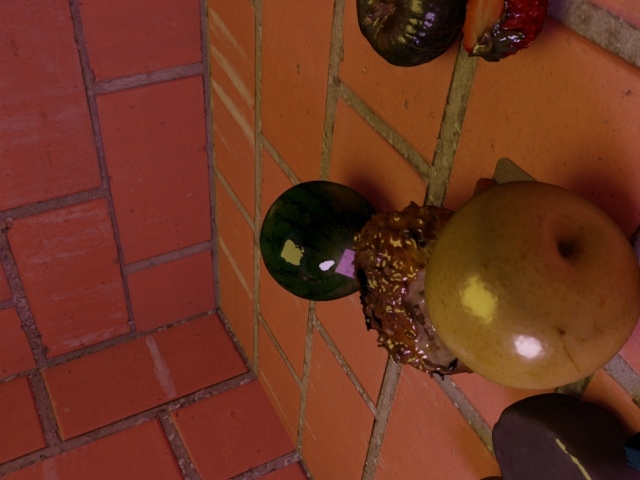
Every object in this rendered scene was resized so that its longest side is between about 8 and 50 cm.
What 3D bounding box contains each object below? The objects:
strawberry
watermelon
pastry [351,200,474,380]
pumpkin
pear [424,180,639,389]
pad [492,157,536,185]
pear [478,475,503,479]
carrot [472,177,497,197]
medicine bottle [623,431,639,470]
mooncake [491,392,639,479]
[{"bbox_3d":[0.321,-0.415,1.121,0.190,0.111,0.236,153,123,-78],"label":"strawberry"},{"bbox_3d":[0.000,0.000,1.828,0.363,0.363,0.363,47,146,46],"label":"watermelon"},{"bbox_3d":[0.215,0.093,1.457,0.405,0.292,0.337,65,176,-27],"label":"pastry"},{"bbox_3d":[0.163,-0.463,1.317,0.260,0.189,0.260,50,150,44],"label":"pumpkin"},{"bbox_3d":[0.337,0.076,1.095,0.348,0.348,0.348,47,146,46],"label":"pear"},{"bbox_3d":[0.409,-0.029,1.294,0.266,0.002,0.176,51,149,42],"label":"pad"},{"bbox_3d":[0.405,0.640,1.549,0.200,0.200,0.200,47,146,46],"label":"pear"},{"bbox_3d":[0.330,-0.064,1.395,0.048,0.048,0.139,56,155,36],"label":"carrot"},{"bbox_3d":[0.557,0.271,1.065,0.124,0.079,0.258,32,133,58],"label":"medicine bottle"},{"bbox_3d":[0.475,0.434,1.275,0.306,0.154,0.306,48,146,48],"label":"mooncake"}]
